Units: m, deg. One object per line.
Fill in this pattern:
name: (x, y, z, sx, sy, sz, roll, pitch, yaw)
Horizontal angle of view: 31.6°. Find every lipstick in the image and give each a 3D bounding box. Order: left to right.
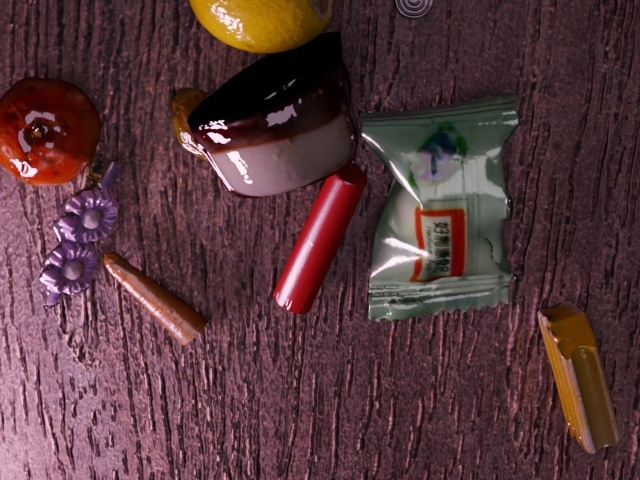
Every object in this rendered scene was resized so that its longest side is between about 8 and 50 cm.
lipstick: (-0.001, 0.000, 1.880, 0.073, 0.073, 0.279, 20, 120, -8)

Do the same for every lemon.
lemon: (-0.106, -0.404, 1.737, 0.219, 0.240, 0.240, -6, 104, 17)

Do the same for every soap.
soap: (0.448, 0.235, 1.967, 0.073, 0.140, 0.232, -18, 103, -3)

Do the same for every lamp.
lamp: (0.147, -0.538, 1.781, 0.130, 0.108, 0.371, 7, 103, -6)

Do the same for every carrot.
carrot: (-0.289, 0.091, 1.927, 0.210, 0.061, 0.061, 42, 97, -10)

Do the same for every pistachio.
pistachio: (-0.188, -0.174, 1.877, 0.089, 0.049, 0.173, -39, 102, 6)

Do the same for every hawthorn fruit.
hawthorn fruit: (-0.436, -0.169, 1.785, 0.179, 0.200, 0.179, -2, 101, -9)

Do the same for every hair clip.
hair clip: (-0.405, -0.010, 1.890, 0.106, 0.084, 0.292, 5, 111, -50)

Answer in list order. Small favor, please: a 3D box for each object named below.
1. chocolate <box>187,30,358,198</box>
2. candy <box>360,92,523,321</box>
chocolate: (-0.050, -0.181, 1.781, 0.284, 0.283, 0.186, -31, 111, 4)
candy: (0.202, -0.039, 1.898, 0.263, 0.172, 0.397, 1, 124, 7)
